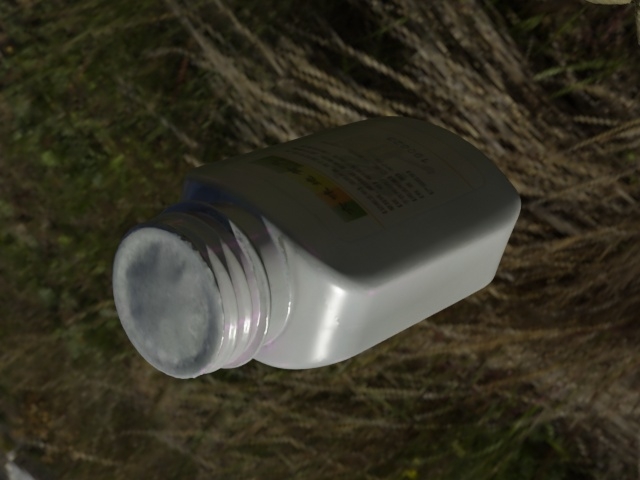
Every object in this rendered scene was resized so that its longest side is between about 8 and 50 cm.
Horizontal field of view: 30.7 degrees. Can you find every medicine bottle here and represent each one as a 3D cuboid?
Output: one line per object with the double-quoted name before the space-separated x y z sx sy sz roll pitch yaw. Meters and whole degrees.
"medicine bottle" 0.000 0.000 0.878 0.179 0.324 0.124 35 124 27

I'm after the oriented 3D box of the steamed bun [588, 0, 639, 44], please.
"steamed bun" 0.235 -0.206 0.694 0.428 0.189 0.247 39 -169 -23
